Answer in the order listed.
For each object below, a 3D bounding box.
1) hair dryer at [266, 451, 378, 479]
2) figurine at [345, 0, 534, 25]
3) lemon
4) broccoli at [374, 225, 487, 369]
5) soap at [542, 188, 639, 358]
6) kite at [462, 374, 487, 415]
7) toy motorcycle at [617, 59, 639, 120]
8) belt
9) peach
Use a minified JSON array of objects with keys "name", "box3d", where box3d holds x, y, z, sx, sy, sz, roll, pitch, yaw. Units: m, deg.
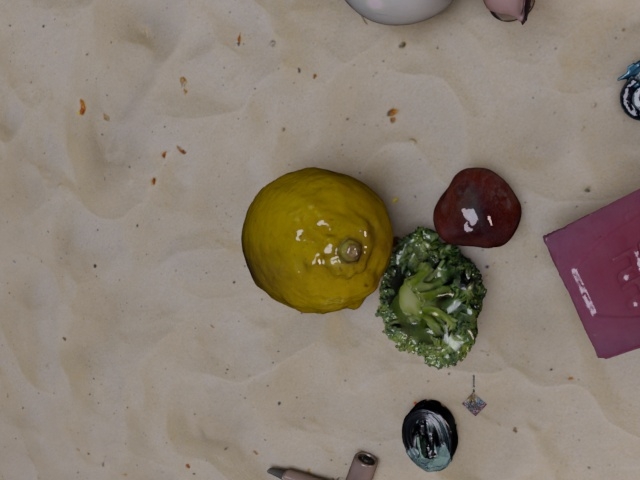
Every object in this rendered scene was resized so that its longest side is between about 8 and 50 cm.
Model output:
[{"name":"hair dryer","box3d":[-0.003,0.500,1.497,0.221,0.054,0.195,25,107,23]},{"name":"figurine","box3d":[0.180,-0.465,1.134,0.362,0.211,0.253,14,130,20]},{"name":"lemon","box3d":[-0.002,-0.001,1.261,0.316,0.285,0.285,-14,95,42]},{"name":"broccoli","box3d":[0.197,0.100,1.272,0.198,0.176,0.226,-1,114,24]},{"name":"soap","box3d":[0.552,0.016,1.070,0.360,0.128,0.232,-34,70,42]},{"name":"kite","box3d":[0.302,0.301,1.358,0.044,0.002,0.078,22,107,17]},{"name":"toy motorcycle","box3d":[0.606,-0.217,1.083,0.272,0.124,0.182,37,121,11]},{"name":"belt","box3d":[0.213,0.382,1.378,0.105,0.058,0.139,-10,97,26]},{"name":"peach","box3d":[0.268,-0.044,1.233,0.152,0.152,0.151,4,101,21]}]
